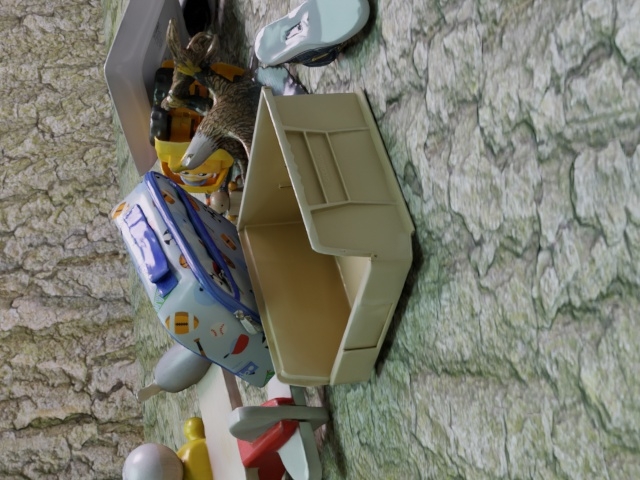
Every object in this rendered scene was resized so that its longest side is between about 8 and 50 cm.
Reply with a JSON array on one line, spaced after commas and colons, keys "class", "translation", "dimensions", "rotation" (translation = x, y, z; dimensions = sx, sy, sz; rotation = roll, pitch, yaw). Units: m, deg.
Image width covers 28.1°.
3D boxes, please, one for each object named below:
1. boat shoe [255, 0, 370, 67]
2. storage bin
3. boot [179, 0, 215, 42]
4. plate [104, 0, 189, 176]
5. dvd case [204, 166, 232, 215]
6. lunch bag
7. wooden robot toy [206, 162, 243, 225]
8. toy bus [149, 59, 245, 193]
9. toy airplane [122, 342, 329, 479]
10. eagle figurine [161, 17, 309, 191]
[{"class": "boat shoe", "translation": [0.010, -0.251, 1.512], "dimensions": [0.183, 0.083, 0.065], "rotation": [-13, 82, 46]}, {"class": "storage bin", "translation": [0.000, 0.000, 1.505], "dimensions": [0.262, 0.123, 0.260], "rotation": [105, 154, -50]}, {"class": "boot", "translation": [-0.242, -0.387, 2.261], "dimensions": [0.258, 0.095, 0.123], "rotation": [100, 154, -50]}, {"class": "plate", "translation": [-0.267, -0.288, 2.084], "dimensions": [0.278, 0.045, 0.277], "rotation": [81, -161, -56]}, {"class": "dvd case", "translation": [-0.200, -0.188, 2.293], "dimensions": [0.179, 0.030, 0.238], "rotation": [105, 155, -51]}, {"class": "lunch bag", "translation": [-0.152, 0.049, 1.701], "dimensions": [0.243, 0.115, 0.303], "rotation": [40, -169, -44]}, {"class": "wooden robot toy", "translation": [-0.148, -0.060, 2.068], "dimensions": [0.076, 0.079, 0.173], "rotation": [-123, 32, -58]}, {"class": "toy bus", "translation": [-0.197, -0.148, 2.010], "dimensions": [0.220, 0.150, 0.211], "rotation": [-91, 11, -49]}, {"class": "toy airplane", "translation": [-0.144, 0.318, 1.834], "dimensions": [0.386, 0.273, 0.384], "rotation": [-135, 43, -66]}, {"class": "eagle figurine", "translation": [-0.105, -0.143, 1.781], "dimensions": [0.298, 0.225, 0.226], "rotation": [42, -168, 16]}]
